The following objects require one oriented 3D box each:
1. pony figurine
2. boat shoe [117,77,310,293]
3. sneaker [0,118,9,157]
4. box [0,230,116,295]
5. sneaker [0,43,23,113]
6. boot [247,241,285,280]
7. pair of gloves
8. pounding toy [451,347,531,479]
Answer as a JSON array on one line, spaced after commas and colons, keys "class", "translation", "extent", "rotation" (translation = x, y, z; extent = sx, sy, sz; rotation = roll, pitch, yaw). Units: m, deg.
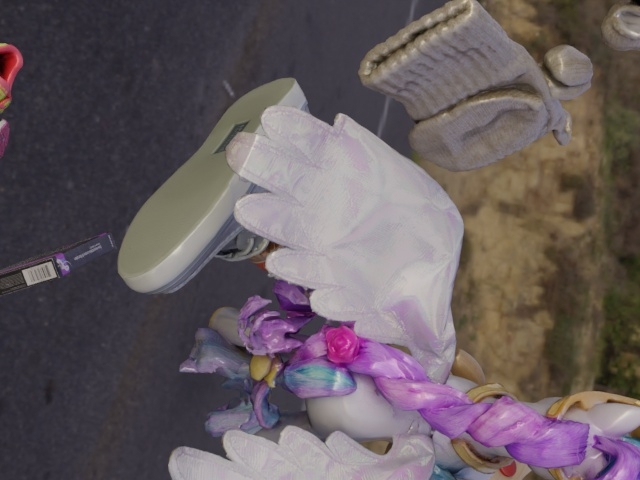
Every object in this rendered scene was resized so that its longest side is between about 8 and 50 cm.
[{"class": "pony figurine", "translation": [0.038, 0.108, 0.626], "extent": [0.363, 0.350, 0.303], "rotation": [-10, -117, 62]}, {"class": "boat shoe", "translation": [-0.059, -0.030, 0.636], "extent": [0.081, 0.079, 0.227], "rotation": [59, 43, -29]}, {"class": "sneaker", "translation": [-0.512, -0.117, 1.233], "extent": [0.170, 0.074, 0.063], "rotation": [-58, 174, -25]}, {"class": "box", "translation": [-0.333, 0.031, 1.064], "extent": [0.162, 0.116, 0.029], "rotation": [-50, 122, -73]}, {"class": "sneaker", "translation": [-0.389, -0.151, 0.956], "extent": [0.081, 0.094, 0.209], "rotation": [53, 32, -42]}, {"class": "boot", "translation": [0.000, 0.000, 0.961], "extent": [0.085, 0.157, 0.059], "rotation": [52, 28, -46]}, {"class": "pair of gloves", "translation": [0.157, -0.106, 0.505], "extent": [0.204, 0.240, 0.042], "rotation": [26, 44, -66]}, {"class": "pounding toy", "translation": [0.194, 0.289, 1.145], "extent": [0.155, 0.154, 0.270], "rotation": [-34, -155, 48]}]
